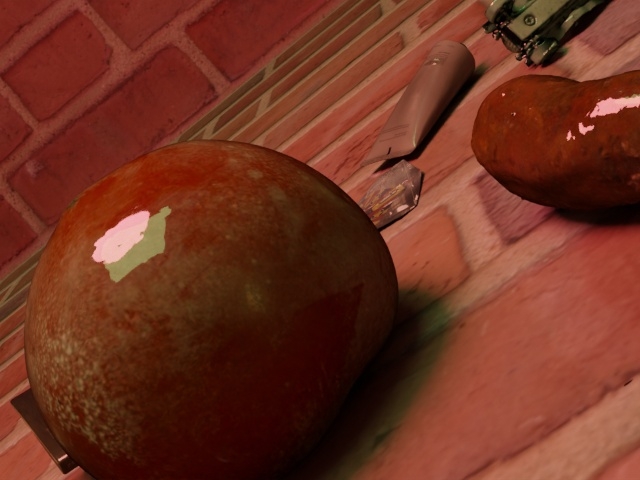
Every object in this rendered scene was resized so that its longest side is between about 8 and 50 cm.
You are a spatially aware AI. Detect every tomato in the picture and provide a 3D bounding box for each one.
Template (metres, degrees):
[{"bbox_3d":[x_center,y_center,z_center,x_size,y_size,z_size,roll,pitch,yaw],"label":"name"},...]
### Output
[{"bbox_3d":[-0.089,0.046,0.710,0.270,0.222,0.270,-40,13,11],"label":"tomato"}]

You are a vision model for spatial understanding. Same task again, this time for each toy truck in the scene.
[{"bbox_3d":[0.243,-0.242,1.020,0.154,0.080,0.078,-43,-11,-8],"label":"toy truck"}]

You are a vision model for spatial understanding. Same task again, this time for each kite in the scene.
[{"bbox_3d":[0.001,0.001,1.001,0.245,0.015,0.141,-33,15,13],"label":"kite"}]

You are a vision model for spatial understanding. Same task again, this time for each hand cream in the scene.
[{"bbox_3d":[0.115,-0.153,1.105,0.087,0.054,0.186,-9,41,54],"label":"hand cream"}]

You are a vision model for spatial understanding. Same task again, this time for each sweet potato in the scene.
[{"bbox_3d":[0.192,-0.063,0.605,0.097,0.097,0.292,-47,25,-21],"label":"sweet potato"}]

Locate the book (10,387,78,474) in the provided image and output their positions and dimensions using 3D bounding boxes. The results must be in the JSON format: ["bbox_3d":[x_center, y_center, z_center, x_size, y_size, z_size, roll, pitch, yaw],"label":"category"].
[{"bbox_3d":[-0.157,0.115,0.908,0.228,0.024,0.160,-31,23,-22],"label":"book"}]
